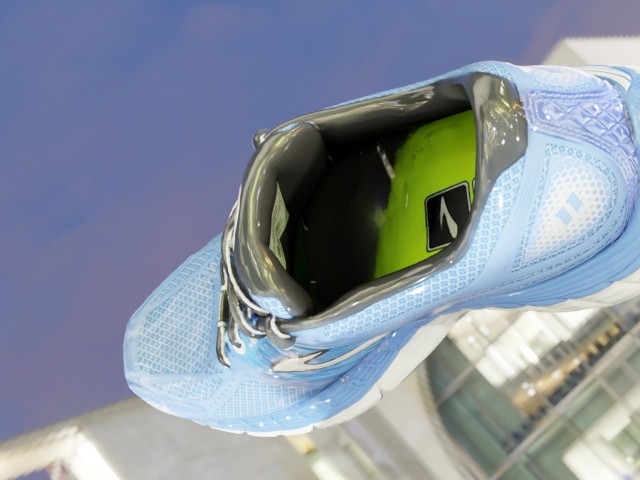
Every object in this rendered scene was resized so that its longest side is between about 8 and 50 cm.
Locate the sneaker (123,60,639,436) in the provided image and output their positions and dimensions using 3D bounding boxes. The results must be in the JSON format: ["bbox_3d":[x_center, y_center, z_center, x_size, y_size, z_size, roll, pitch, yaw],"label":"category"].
[{"bbox_3d":[0.000,0.000,0.598,0.147,0.130,0.330,11,-30,-40],"label":"sneaker"}]
